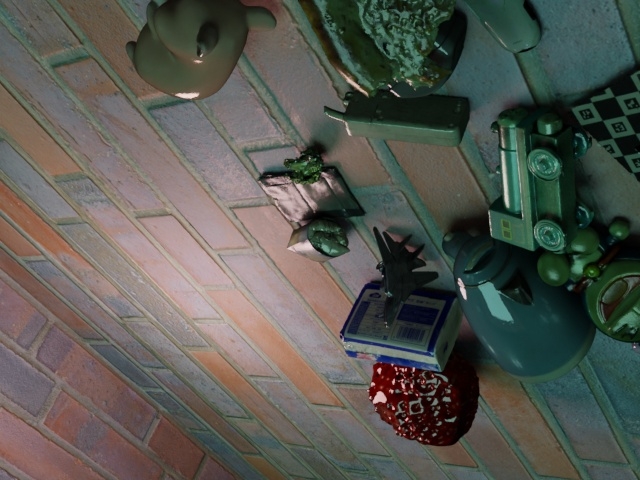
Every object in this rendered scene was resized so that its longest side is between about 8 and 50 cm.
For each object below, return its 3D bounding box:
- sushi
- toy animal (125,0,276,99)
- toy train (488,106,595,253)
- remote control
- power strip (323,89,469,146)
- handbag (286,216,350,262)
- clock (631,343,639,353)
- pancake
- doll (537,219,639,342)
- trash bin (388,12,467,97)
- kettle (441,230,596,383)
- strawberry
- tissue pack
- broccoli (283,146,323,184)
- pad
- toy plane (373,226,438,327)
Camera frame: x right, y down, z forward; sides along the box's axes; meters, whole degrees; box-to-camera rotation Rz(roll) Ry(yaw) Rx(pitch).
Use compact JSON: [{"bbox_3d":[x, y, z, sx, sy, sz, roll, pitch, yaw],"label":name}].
[{"bbox_3d":[0.598,-0.185,1.419,0.279,0.043,0.192,40,149,-13],"label":"sushi"},{"bbox_3d":[-0.243,-0.394,1.568,0.213,0.195,0.256,51,145,5],"label":"toy animal"},{"bbox_3d":[0.406,-0.113,1.549,0.194,0.120,0.298,22,137,42],"label":"toy train"},{"bbox_3d":[0.275,-0.400,1.326,0.097,0.045,0.256,-15,133,46],"label":"remote control"},{"bbox_3d":[0.142,-0.244,1.594,0.288,0.093,0.053,10,148,23],"label":"power strip"},{"bbox_3d":[0.000,0.000,2.036,0.117,0.095,0.173,22,165,-17],"label":"handbag"},{"bbox_3d":[0.789,0.220,1.783,0.254,0.189,0.189,16,149,38],"label":"clock"},{"bbox_3d":[0.095,-0.420,1.275,0.305,0.067,0.427,17,123,4],"label":"pancake"},{"bbox_3d":[0.613,0.084,1.678,0.322,0.186,0.198,43,115,2],"label":"doll"},{"bbox_3d":[0.137,-0.362,1.425,0.236,0.101,0.176,36,148,-13],"label":"trash bin"},{"bbox_3d":[0.403,0.109,1.819,0.342,0.247,0.319,46,176,-30],"label":"kettle"},{"bbox_3d":[0.309,0.392,2.240,0.317,0.295,0.345,45,145,14],"label":"strawberry"},{"bbox_3d":[0.212,0.229,2.118,0.269,0.209,0.137,6,134,26],"label":"tissue pack"},{"bbox_3d":[-0.037,-0.166,1.836,0.092,0.095,0.097,2,-167,-29],"label":"broccoli"},{"bbox_3d":[-0.023,-0.105,1.972,0.233,0.022,0.174,-2,139,35],"label":"pad"},{"bbox_3d":[0.175,0.108,1.920,0.212,0.267,0.088,35,141,-17],"label":"toy plane"}]
